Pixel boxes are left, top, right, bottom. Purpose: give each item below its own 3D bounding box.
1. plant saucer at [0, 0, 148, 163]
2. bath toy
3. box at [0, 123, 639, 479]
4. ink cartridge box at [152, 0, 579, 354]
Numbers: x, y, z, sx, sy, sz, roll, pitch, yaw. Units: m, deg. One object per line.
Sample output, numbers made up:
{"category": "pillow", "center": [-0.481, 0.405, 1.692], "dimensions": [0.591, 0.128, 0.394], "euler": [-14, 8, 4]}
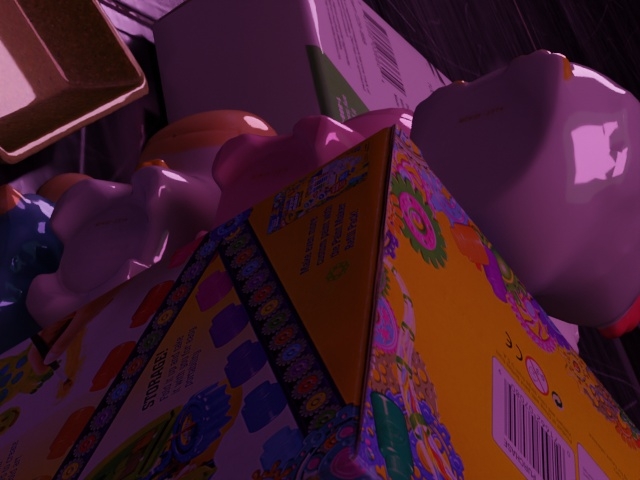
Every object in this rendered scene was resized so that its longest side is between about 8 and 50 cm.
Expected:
{"category": "plant saucer", "center": [-0.188, -0.130, 0.894], "dimensions": [0.188, 0.045, 0.188], "euler": [58, 23, -5]}
{"category": "bath toy", "center": [0.000, 0.000, 0.744], "dimensions": [0.129, 0.348, 0.151], "euler": [43, 52, -37]}
{"category": "box", "center": [-0.008, 0.168, 0.607], "dimensions": [0.290, 0.279, 0.177], "euler": [49, 26, -23]}
{"category": "ink cartridge box", "center": [0.034, -0.030, 1.138], "dimensions": [0.289, 0.121, 0.211], "euler": [35, 33, -45]}
